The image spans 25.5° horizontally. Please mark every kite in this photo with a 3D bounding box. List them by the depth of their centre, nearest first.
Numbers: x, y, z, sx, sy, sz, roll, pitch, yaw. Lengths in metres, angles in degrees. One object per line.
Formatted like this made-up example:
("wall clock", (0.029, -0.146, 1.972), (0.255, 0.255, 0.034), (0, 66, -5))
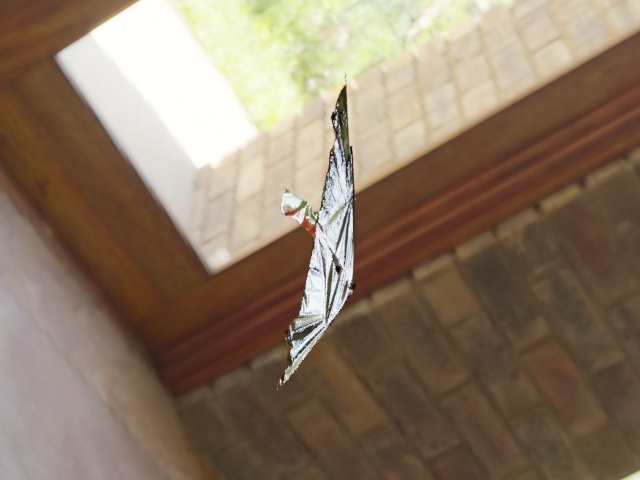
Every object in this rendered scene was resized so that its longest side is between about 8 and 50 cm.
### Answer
("kite", (0.000, 0.000, 0.799), (0.159, 0.010, 0.190), (61, 37, -64))
